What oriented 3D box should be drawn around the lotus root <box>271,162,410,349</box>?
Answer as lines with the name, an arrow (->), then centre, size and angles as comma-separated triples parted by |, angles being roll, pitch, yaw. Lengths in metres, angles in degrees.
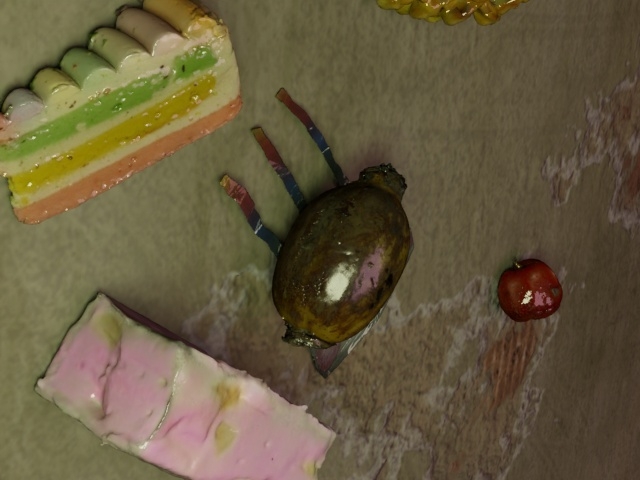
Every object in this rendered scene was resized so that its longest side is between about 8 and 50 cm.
lotus root -> 0.024, 0.014, 1.148 | 0.120, 0.120, 0.209 | 38, 77, -52

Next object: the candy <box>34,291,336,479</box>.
candy -> -0.113, 0.157, 1.055 | 0.115, 0.155, 0.265 | -58, 141, -8

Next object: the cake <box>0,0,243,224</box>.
cake -> -0.158, -0.107, 0.930 | 0.225, 0.090, 0.109 | -43, 140, -28

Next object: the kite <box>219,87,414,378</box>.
kite -> 0.003, 0.001, 1.232 | 0.204, 0.022, 0.360 | -57, 142, -16

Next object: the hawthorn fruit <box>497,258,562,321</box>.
hawthorn fruit -> 0.281, 0.065, 1.559 | 0.093, 0.093, 0.093 | -26, 126, -42

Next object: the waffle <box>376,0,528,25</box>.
waffle -> 0.182, -0.316, 1.162 | 0.293, 0.069, 0.259 | -10, 144, -31
